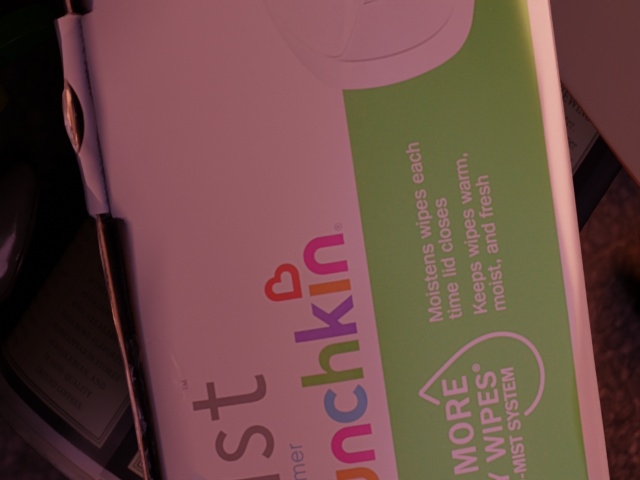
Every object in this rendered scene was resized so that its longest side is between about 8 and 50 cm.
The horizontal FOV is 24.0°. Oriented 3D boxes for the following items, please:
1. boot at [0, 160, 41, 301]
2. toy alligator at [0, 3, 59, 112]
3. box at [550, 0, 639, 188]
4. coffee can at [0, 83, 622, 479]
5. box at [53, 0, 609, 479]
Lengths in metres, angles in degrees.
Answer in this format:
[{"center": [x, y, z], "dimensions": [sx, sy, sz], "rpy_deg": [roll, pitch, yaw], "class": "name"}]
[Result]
[{"center": [-0.186, 0.010, 0.685], "dimensions": [0.087, 0.042, 0.118], "rpy_deg": [15, 101, -35], "class": "boot"}, {"center": [-0.199, -0.056, 0.644], "dimensions": [0.190, 0.056, 0.051], "rpy_deg": [-25, 162, -23], "class": "toy alligator"}, {"center": [0.157, -0.174, 0.605], "dimensions": [0.215, 0.345, 0.168], "rpy_deg": [11, 129, -43], "class": "box"}, {"center": [0.000, 0.000, 0.702], "dimensions": [0.201, 0.201, 0.275], "rpy_deg": [33, 91, -38], "class": "coffee can"}, {"center": [-0.013, -0.048, 0.478], "dimensions": [0.127, 0.231, 0.262], "rpy_deg": [-8, 95, -6], "class": "box"}]
